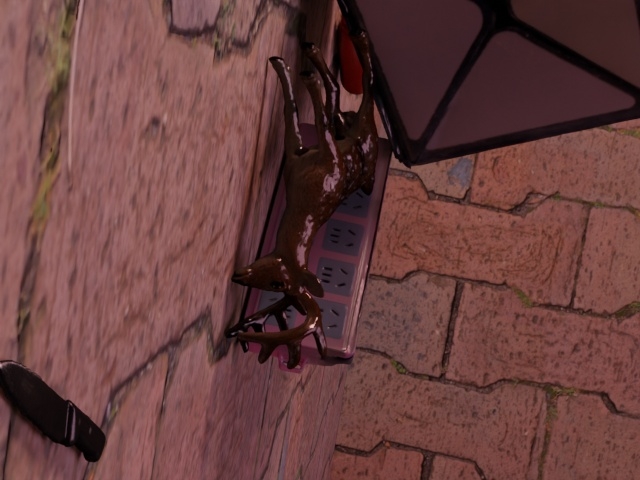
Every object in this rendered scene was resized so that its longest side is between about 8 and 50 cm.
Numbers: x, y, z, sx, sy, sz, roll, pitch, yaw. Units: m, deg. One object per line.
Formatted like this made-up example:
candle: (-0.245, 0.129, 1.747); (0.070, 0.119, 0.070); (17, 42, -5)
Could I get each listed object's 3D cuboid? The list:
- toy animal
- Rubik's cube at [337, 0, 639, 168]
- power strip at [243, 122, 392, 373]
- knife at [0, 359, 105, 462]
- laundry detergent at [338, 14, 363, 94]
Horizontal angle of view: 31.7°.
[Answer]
toy animal: (0.002, -0.039, 1.007); (0.243, 0.087, 0.259); (-35, 126, -47)
Rubik's cube: (0.186, -0.295, 1.171); (0.307, 0.305, 0.310); (-70, 145, -54)
power strip: (0.000, 0.000, 1.123); (0.037, 0.109, 0.278); (99, 3, -58)
knife: (-0.123, 0.081, 0.524); (0.170, 0.010, 0.023); (81, 13, -68)
laundry detergent: (0.047, -0.262, 1.484); (0.165, 0.049, 0.097); (79, 14, -72)
